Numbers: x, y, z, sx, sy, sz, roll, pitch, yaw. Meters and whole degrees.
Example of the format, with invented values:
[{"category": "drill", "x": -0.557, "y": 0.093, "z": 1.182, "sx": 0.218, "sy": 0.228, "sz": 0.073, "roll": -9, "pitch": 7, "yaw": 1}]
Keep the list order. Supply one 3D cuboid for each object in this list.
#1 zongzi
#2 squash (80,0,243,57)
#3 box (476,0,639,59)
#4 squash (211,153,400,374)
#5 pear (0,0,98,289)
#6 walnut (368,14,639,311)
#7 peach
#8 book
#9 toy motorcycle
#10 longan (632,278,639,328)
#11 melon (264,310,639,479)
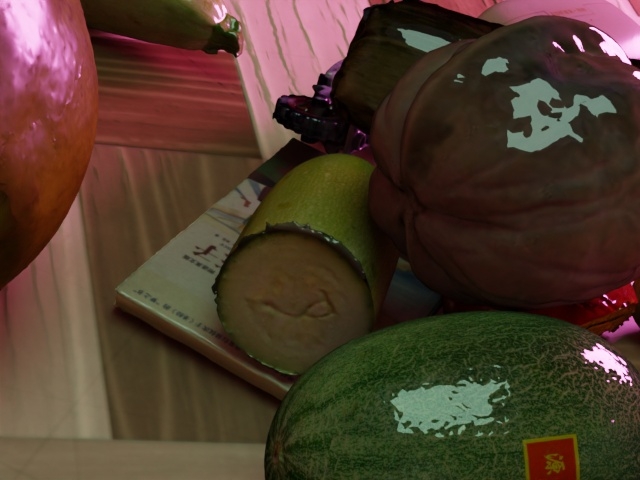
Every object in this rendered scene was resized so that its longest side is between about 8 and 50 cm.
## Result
[{"category": "zongzi", "x": 0.162, "y": -0.093, "z": 1.332, "sx": 0.286, "sy": 0.138, "sz": 0.300, "roll": 18, "pitch": -3, "yaw": 9}, {"category": "squash", "x": -0.235, "y": -0.262, "z": 1.424, "sx": 0.371, "sy": 0.118, "sz": 0.118, "roll": 20, "pitch": 37, "yaw": 1}, {"category": "box", "x": 0.236, "y": -0.183, "z": 1.547, "sx": 0.200, "sy": 0.088, "sz": 0.146, "roll": -14, "pitch": 47, "yaw": -37}, {"category": "squash", "x": 0.000, "y": 0.000, "z": 1.148, "sx": 0.123, "sy": 0.123, "sz": 0.186, "roll": 20, "pitch": 34, "yaw": 2}, {"category": "pear", "x": -0.313, "y": -0.118, "z": 1.025, "sx": 0.352, "sy": 0.352, "sz": 0.413, "roll": 4, "pitch": 46, "yaw": -19}, {"category": "walnut", "x": 0.145, "y": -0.053, "z": 1.071, "sx": 0.224, "sy": 0.224, "sz": 0.224, "roll": 12, "pitch": 37, "yaw": -9}, {"category": "peach", "x": 0.181, "y": 0.040, "z": 1.227, "sx": 0.172, "sy": 0.092, "sz": 0.127, "roll": 6, "pitch": 48, "yaw": -24}, {"category": "book", "x": -0.005, "y": 0.024, "z": 1.232, "sx": 0.201, "sy": 0.026, "sz": 0.289, "roll": 29, "pitch": 37, "yaw": 11}, {"category": "toy motorcycle", "x": 0.044, "y": -0.107, "z": 1.371, "sx": 0.123, "sy": 0.080, "sz": 0.215, "roll": 22, "pitch": 22, "yaw": 17}, {"category": "longan", "x": 0.289, "y": 0.045, "z": 1.290, "sx": 0.075, "sy": 0.075, "sz": 0.083, "roll": 1, "pitch": 69, "yaw": -22}, {"category": "melon", "x": 0.104, "y": 0.134, "z": 1.006, "sx": 0.288, "sy": 0.182, "sz": 0.182, "roll": -7, "pitch": 43, "yaw": -23}]
